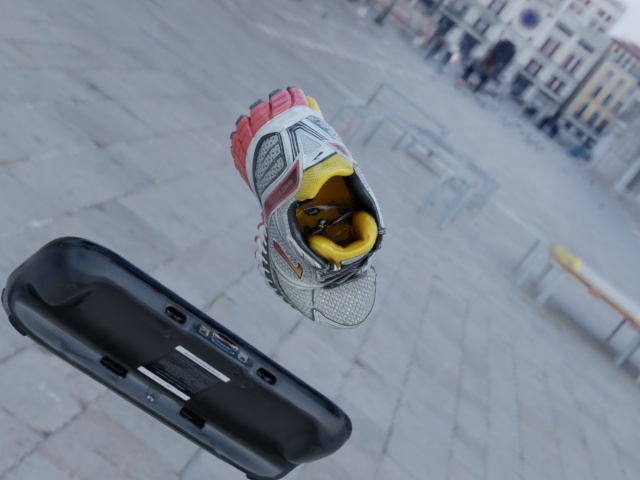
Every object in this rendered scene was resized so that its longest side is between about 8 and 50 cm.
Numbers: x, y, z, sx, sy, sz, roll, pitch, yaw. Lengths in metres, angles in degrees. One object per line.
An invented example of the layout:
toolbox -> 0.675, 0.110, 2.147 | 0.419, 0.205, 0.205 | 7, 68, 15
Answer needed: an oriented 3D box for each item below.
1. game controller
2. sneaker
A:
game controller -> -0.124, 0.109, 1.032 | 0.319, 0.166, 0.067 | 36, 45, -20
sneaker -> 0.000, 0.000, 0.838 | 0.093, 0.088, 0.225 | 50, -12, 38
